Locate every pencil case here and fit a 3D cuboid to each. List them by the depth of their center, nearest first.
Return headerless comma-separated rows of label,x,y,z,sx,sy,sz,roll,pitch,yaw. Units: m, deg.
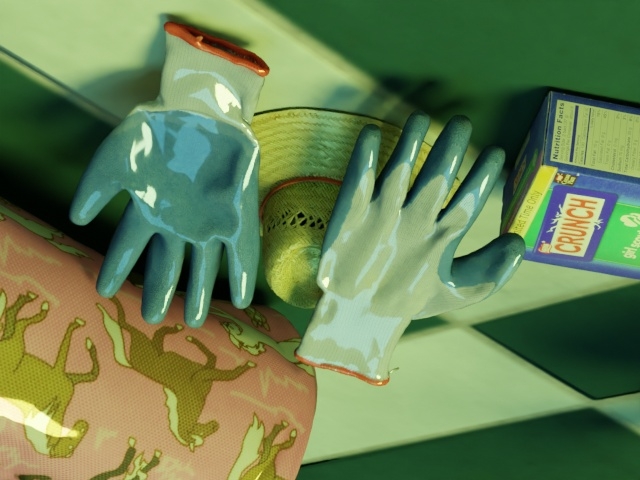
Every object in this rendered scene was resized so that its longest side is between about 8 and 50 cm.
pencil case,-0.184,0.036,0.820,0.386,0.160,0.167,29,143,-35

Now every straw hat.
straw hat,0.000,0.000,0.797,0.145,0.061,0.144,7,153,3

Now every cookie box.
cookie box,0.141,-0.019,0.738,0.107,0.040,0.092,11,154,-1

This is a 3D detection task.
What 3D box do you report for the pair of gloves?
pair of gloves,-0.011,-0.007,0.740,0.198,0.023,0.159,21,127,-1
